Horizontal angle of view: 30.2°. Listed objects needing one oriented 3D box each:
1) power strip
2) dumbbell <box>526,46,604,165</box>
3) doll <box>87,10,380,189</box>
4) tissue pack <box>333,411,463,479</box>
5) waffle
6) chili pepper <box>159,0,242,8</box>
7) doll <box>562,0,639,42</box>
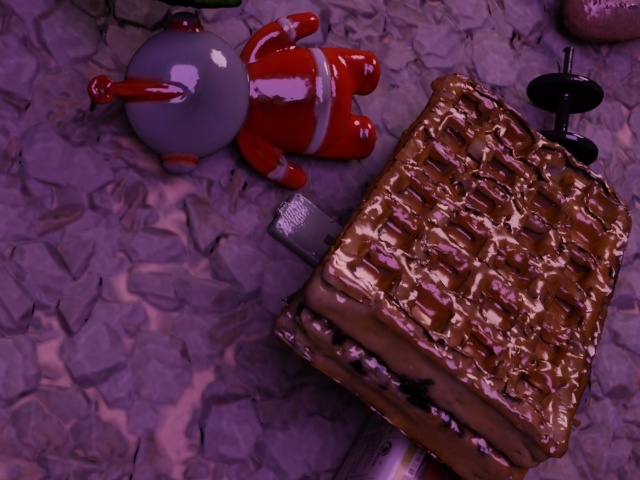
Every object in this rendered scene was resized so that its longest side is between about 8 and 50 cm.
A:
[{"bbox_3d":[0.000,0.000,0.964,0.090,0.016,0.040,37,67,-9],"label":"power strip"},{"bbox_3d":[0.214,-0.105,1.050,0.069,0.069,0.147,16,71,-18],"label":"dumbbell"},{"bbox_3d":[-0.064,-0.111,0.932,0.245,0.076,0.142,-1,96,-26],"label":"doll"},{"bbox_3d":[0.060,0.208,0.885,0.099,0.106,0.149,36,66,-9],"label":"tissue pack"},{"bbox_3d":[0.117,0.018,0.903,0.213,0.091,0.308,38,41,-3],"label":"waffle"},{"bbox_3d":[-0.151,-0.346,0.897,0.167,0.213,0.385,-9,87,-46],"label":"chili pepper"},{"bbox_3d":[0.366,-0.272,1.113,0.303,0.156,0.201,-17,90,-21],"label":"doll"}]
